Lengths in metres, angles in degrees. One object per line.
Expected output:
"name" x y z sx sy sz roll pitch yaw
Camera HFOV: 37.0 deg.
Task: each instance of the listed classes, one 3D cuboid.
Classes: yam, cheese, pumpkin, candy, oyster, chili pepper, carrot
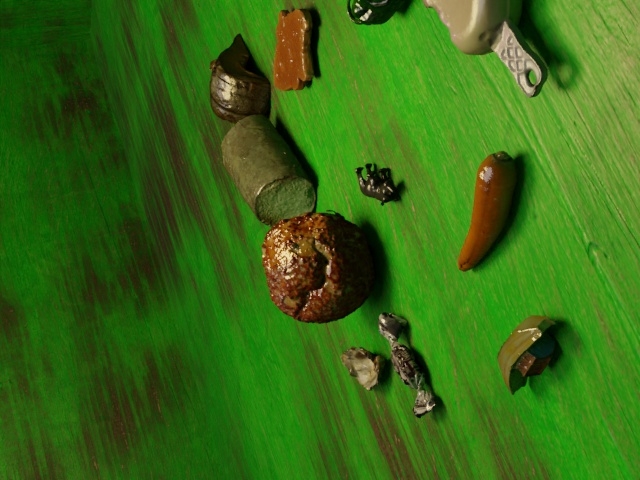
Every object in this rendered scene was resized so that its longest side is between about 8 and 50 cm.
"yam" -0.126 -0.159 2.195 0.268 0.161 0.161 56 150 40
"cheese" 0.228 -0.308 1.306 0.163 0.082 0.286 110 141 -56
"pumpkin" -0.221 -0.396 2.345 0.248 0.126 0.131 -122 31 -44
"candy" 0.162 0.231 1.813 0.094 0.051 0.226 92 159 -57
"oyster" 0.098 0.260 1.983 0.103 0.051 0.148 61 160 -6
"chili pepper" 0.108 -0.435 1.538 0.074 0.100 0.257 -60 -4 -43
"carrot" 0.248 -0.026 1.443 0.066 0.062 0.271 28 139 21

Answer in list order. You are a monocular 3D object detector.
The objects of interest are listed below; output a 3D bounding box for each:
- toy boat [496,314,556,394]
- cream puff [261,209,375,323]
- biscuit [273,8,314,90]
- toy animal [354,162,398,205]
"toy boat" 0.303 0.168 1.399 0.066 0.065 0.172 45 148 23
"cream puff" -0.009 0.056 1.893 0.164 0.240 0.240 -44 -47 -62
"biscuit" -0.057 -0.399 2.043 0.280 0.043 0.183 118 140 -66
"toy animal" 0.109 -0.101 1.772 0.136 0.047 0.065 25 129 63
